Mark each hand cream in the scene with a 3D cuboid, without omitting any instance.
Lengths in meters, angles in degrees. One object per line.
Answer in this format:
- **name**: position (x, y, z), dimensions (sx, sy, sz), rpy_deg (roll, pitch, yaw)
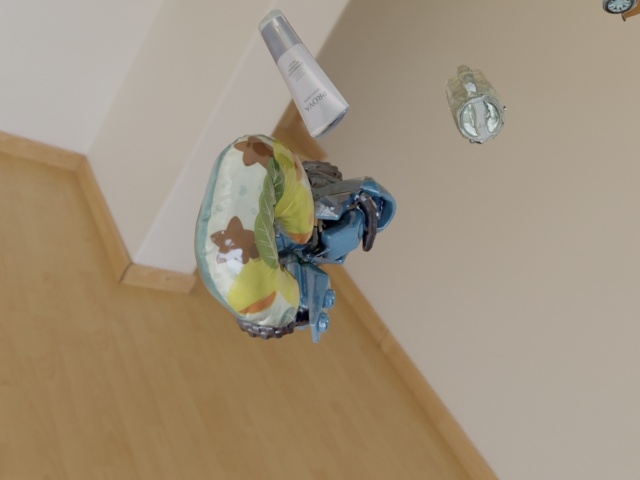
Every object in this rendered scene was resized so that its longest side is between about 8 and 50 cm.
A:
- **hand cream**: position (-0.033, -0.281, 1.185), dimensions (0.048, 0.079, 0.255), rpy_deg (11, 44, -51)

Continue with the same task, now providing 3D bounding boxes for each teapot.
- **teapot**: position (0.234, -0.224, 1.097), dimensions (0.200, 0.077, 0.107), rpy_deg (-78, 149, -66)

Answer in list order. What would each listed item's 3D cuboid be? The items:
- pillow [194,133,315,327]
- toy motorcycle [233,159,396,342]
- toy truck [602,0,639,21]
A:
- **pillow**: position (-0.073, -0.016, 0.890), dimensions (0.214, 0.086, 0.233), rpy_deg (45, 49, -52)
- **toy motorcycle**: position (0.000, 0.000, 1.235), dimensions (0.232, 0.172, 0.416), rpy_deg (6, 45, 13)
- **toy truck**: position (0.504, -0.515, 1.115), dimensions (0.338, 0.184, 0.133), rpy_deg (36, 51, -48)
